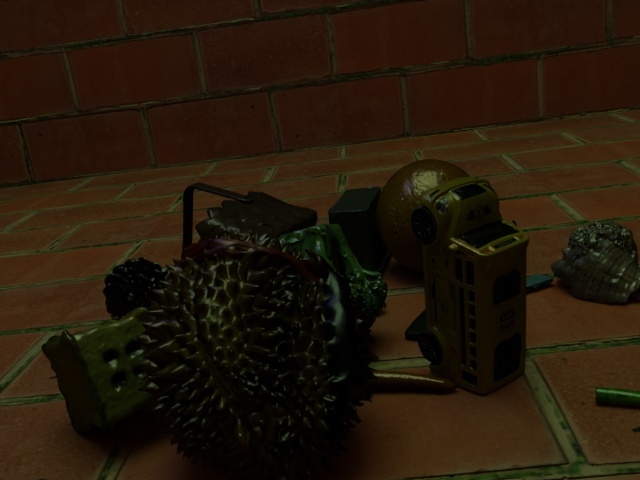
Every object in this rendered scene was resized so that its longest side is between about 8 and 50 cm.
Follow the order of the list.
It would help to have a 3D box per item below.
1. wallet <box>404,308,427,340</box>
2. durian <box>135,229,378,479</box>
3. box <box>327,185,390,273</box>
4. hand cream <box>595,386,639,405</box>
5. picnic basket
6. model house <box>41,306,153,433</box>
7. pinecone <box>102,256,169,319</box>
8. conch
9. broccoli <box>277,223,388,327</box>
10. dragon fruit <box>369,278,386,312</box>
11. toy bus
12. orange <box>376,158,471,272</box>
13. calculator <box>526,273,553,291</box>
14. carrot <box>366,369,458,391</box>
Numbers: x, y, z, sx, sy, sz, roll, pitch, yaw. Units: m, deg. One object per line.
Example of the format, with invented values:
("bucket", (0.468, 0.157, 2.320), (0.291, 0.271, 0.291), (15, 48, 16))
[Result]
("wallet", (0.271, 0.137, 1.340), (0.124, 0.025, 0.244), (-1, 25, 34))
("durian", (-0.089, 0.154, 0.959), (0.347, 0.348, 0.384), (-6, 25, 5))
("box", (0.106, -0.026, 1.695), (0.138, 0.178, 0.274), (-3, 19, 15))
("hand cream", (0.471, 0.232, 0.980), (0.121, 0.023, 0.036), (1, 8, 21))
("picnic basket", (-0.195, 0.017, 1.559), (0.321, 0.254, 0.291), (18, 26, 26))
("model house", (-0.316, 0.194, 1.115), (0.234, 0.175, 0.193), (-27, -1, -38))
("pinecone", (-0.401, 0.117, 1.517), (0.162, 0.163, 0.165), (-4, 0, 11))
("conch", (0.584, 0.050, 1.382), (0.178, 0.163, 0.245), (-38, 35, 9))
("broccoli", (-0.020, 0.087, 1.263), (0.294, 0.245, 0.265), (-3, -17, -9))
("dragon fruit", (0.091, 0.114, 1.429), (0.116, 0.086, 0.081), (18, -8, 40))
("toy bus", (0.252, 0.070, 1.081), (0.145, 0.331, 0.151), (-19, 24, -30))
("orange", (0.261, -0.055, 1.574), (0.274, 0.274, 0.274), (-7, 18, 2))
("calculator", (0.416, 0.102, 1.419), (0.172, 0.018, 0.057), (-16, 19, -23))
("carrot", (0.132, 0.233, 1.107), (0.190, 0.037, 0.037), (-2, 19, 15))
